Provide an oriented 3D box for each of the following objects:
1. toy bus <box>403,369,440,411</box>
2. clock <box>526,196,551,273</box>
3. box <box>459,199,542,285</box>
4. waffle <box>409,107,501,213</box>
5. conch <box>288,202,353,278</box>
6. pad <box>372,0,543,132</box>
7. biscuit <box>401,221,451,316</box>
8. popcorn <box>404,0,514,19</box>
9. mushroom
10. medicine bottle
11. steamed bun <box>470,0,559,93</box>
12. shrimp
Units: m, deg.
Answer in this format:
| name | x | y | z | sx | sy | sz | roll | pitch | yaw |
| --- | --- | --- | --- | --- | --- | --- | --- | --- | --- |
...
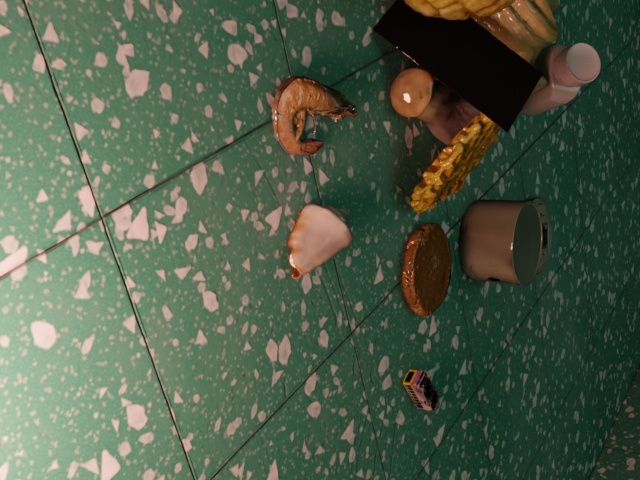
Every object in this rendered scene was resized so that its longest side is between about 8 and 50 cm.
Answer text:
| name | x | y | z | sx | sy | sz | roll | pitch | yaw |
| --- | --- | --- | --- | --- | --- | --- | --- | --- | --- |
| toy bus | 0.241 | 0.359 | 1.894 | 0.052 | 0.058 | 0.102 | -56 | 130 | -35 |
| clock | 0.671 | -0.015 | 2.473 | 0.244 | 0.056 | 0.244 | -10 | 102 | -54 |
| box | 0.486 | 0.004 | 2.129 | 0.226 | 0.149 | 0.226 | -8 | 99 | -54 |
| waffle | 0.322 | -0.186 | 1.840 | 0.307 | 0.060 | 0.312 | -51 | 165 | 11 |
| conch | -0.008 | -0.006 | 1.508 | 0.176 | 0.094 | 0.104 | -38 | 142 | -15 |
| pad | 0.309 | -0.416 | 1.751 | 0.367 | 0.007 | 0.247 | 37 | 53 | -2 |
| biscuit | 0.253 | 0.068 | 1.896 | 0.226 | 0.042 | 0.225 | -10 | 102 | -53 |
| popcorn | 0.295 | -0.623 | 1.670 | 0.334 | 0.293 | 0.292 | 52 | 31 | 1 |
| mushroom | 0.277 | -0.304 | 1.828 | 0.329 | 0.122 | 0.159 | 3 | 86 | -54 |
| medicine bottle | 0.624 | -0.442 | 2.157 | 0.111 | 0.296 | 0.161 | 6 | 83 | -16 |
| steamed bun | 0.484 | -0.554 | 2.013 | 0.325 | 0.230 | 0.372 | -12 | 101 | -57 |
| shrimp | -0.008 | -0.230 | 1.498 | 0.251 | 0.052 | 0.143 | -1 | 104 | -47 |
